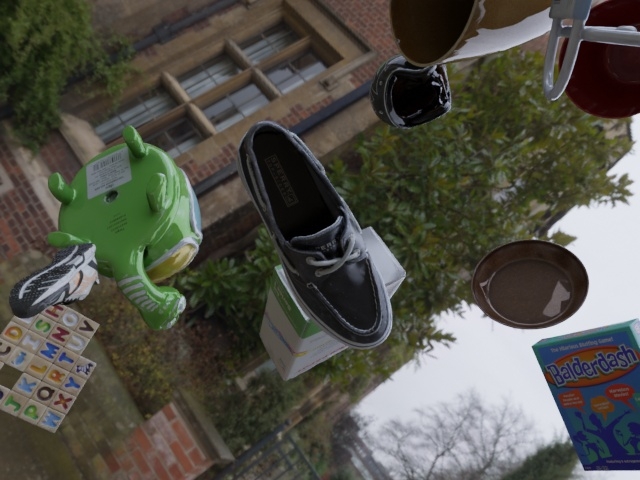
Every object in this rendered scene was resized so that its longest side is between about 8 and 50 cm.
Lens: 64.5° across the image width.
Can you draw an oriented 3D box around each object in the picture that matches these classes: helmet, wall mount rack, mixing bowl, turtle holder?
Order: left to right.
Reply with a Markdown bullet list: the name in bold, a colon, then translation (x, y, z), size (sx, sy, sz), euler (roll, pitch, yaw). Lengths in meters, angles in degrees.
- **turtle holder**: translation (-0.311, -0.022, 0.915), size (0.320, 0.243, 0.227), euler (34, -14, 31)
- **helmet**: translation (0.188, -0.326, 1.097), size (0.162, 0.169, 0.169), euler (-10, -57, 24)
- **mixing bowl**: translation (0.495, -0.297, 0.819), size (0.181, 0.098, 0.181), euler (27, -51, 39)
- **wall mount rack**: translation (0.327, -0.303, 0.488), size (0.304, 0.131, 0.350), euler (-68, 162, -64)

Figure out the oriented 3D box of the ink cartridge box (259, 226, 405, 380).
- **ink cartridge box**: translation (0.009, 0.125, 0.940), size (0.117, 0.201, 0.278), euler (56, -28, 23)

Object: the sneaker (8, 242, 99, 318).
- **sneaker**: translation (-0.215, 0.039, 0.425), size (0.109, 0.040, 0.043), euler (-78, 162, -69)

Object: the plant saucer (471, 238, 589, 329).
- **plant saucer**: translation (0.380, 0.084, 0.928), size (0.198, 0.198, 0.036), euler (40, -14, 45)

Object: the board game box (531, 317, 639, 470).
- **board game box**: translation (0.444, 0.240, 0.776), size (0.160, 0.047, 0.210), euler (-31, -104, 47)

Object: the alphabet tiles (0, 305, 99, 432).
- **alphabet tiles**: translation (-0.587, 0.252, 1.076), size (0.198, 0.237, 0.009), euler (35, -35, -20)

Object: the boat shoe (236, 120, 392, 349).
- **boat shoe**: translation (0.000, 0.000, 0.585), size (0.301, 0.108, 0.102), euler (63, -9, -6)

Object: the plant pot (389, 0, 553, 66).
- **plant pot**: translation (0.289, -0.422, 0.883), size (0.237, 0.254, 0.237), euler (26, -60, 59)
